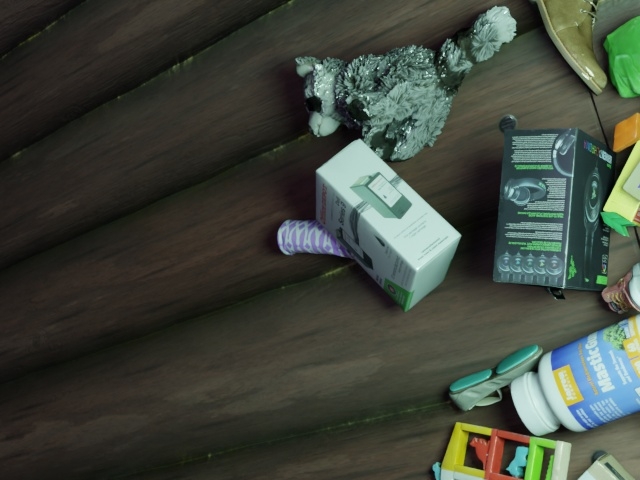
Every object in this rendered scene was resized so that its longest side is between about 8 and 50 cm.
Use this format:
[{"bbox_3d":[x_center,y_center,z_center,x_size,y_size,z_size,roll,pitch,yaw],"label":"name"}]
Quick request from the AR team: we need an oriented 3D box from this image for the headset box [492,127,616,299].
[{"bbox_3d":[0.418,-0.037,1.477,0.131,0.246,0.283,4,87,34],"label":"headset box"}]

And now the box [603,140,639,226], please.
[{"bbox_3d":[0.586,-0.142,1.474,0.058,0.087,0.232,31,101,32],"label":"box"}]

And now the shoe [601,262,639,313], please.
[{"bbox_3d":[0.534,0.099,1.436,0.063,0.178,0.081,45,115,4],"label":"shoe"}]

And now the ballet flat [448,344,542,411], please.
[{"bbox_3d":[0.348,0.271,1.611,0.213,0.072,0.068,-32,96,28],"label":"ballet flat"}]

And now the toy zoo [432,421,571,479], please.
[{"bbox_3d":[0.323,0.451,1.565,0.293,0.030,0.192,-1,72,50],"label":"toy zoo"}]

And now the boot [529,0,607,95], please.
[{"bbox_3d":[0.479,-0.415,1.565,0.115,0.112,0.305,-28,68,20],"label":"boot"}]

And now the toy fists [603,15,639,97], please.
[{"bbox_3d":[0.639,-0.346,1.452,0.279,0.096,0.142,-27,53,28],"label":"toy fists"}]

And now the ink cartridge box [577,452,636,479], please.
[{"bbox_3d":[0.493,0.529,1.466,0.193,0.088,0.235,45,110,27],"label":"ink cartridge box"}]

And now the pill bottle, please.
[{"bbox_3d":[0.480,0.245,1.464,0.272,0.152,0.152,-30,70,27],"label":"pill bottle"}]

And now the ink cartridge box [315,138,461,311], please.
[{"bbox_3d":[0.123,-0.028,1.661,0.121,0.211,0.289,-37,69,-18],"label":"ink cartridge box"}]

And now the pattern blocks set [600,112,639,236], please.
[{"bbox_3d":[0.602,-0.124,1.364,0.325,0.026,0.285,-55,49,27],"label":"pattern blocks set"}]

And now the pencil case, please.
[{"bbox_3d":[0.000,0.000,1.851,0.206,0.086,0.088,3,124,36],"label":"pencil case"}]

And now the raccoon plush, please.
[{"bbox_3d":[0.163,-0.360,1.768,0.446,0.216,0.299,-34,49,-5],"label":"raccoon plush"}]
